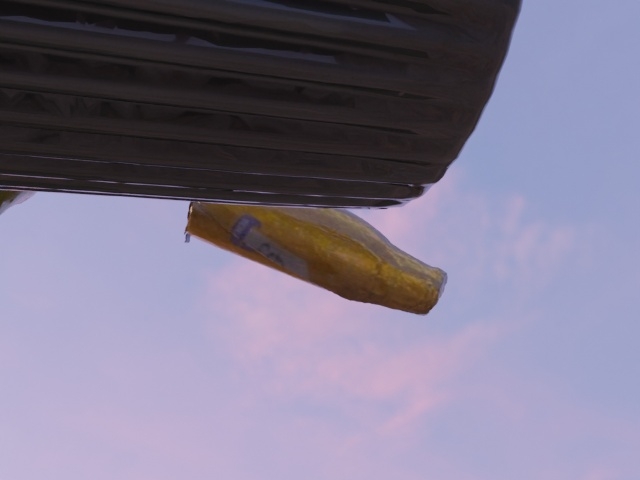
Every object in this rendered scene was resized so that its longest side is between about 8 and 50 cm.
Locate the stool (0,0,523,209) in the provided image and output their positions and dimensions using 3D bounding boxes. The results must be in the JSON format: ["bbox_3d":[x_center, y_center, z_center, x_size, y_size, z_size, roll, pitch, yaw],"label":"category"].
[{"bbox_3d":[-0.101,-0.156,0.699,0.330,0.297,0.297,7,-35,-20],"label":"stool"}]

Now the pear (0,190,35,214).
[{"bbox_3d":[-0.365,-0.075,1.187,0.318,0.342,0.238,5,-4,-18],"label":"pear"}]

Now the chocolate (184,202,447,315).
[{"bbox_3d":[0.000,0.000,1.258,0.219,0.086,0.086,22,-36,2],"label":"chocolate"}]
